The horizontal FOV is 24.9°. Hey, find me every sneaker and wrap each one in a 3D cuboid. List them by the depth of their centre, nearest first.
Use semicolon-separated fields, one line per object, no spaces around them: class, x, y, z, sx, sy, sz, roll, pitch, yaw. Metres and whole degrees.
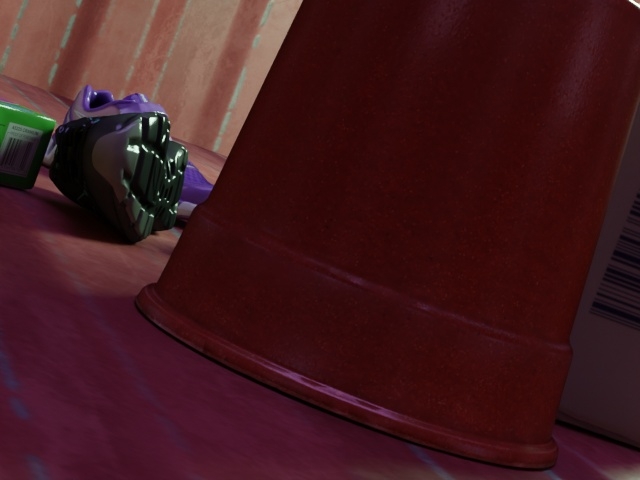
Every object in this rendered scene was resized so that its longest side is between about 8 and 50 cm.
sneaker;-0.173;-0.053;1.173;0.106;0.101;0.267;13;-5;1
sneaker;-0.178;-0.090;1.447;0.236;0.104;0.095;25;4;32

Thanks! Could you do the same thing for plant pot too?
plant pot;0.061;-0.041;0.873;0.272;0.265;0.272;20;4;-1

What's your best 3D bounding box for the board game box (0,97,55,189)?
board game box;-0.409;-0.136;1.164;0.316;0.064;0.242;23;5;25

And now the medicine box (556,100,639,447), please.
medicine box;0.204;-0.008;1.157;0.149;0.263;0.289;20;4;-18
